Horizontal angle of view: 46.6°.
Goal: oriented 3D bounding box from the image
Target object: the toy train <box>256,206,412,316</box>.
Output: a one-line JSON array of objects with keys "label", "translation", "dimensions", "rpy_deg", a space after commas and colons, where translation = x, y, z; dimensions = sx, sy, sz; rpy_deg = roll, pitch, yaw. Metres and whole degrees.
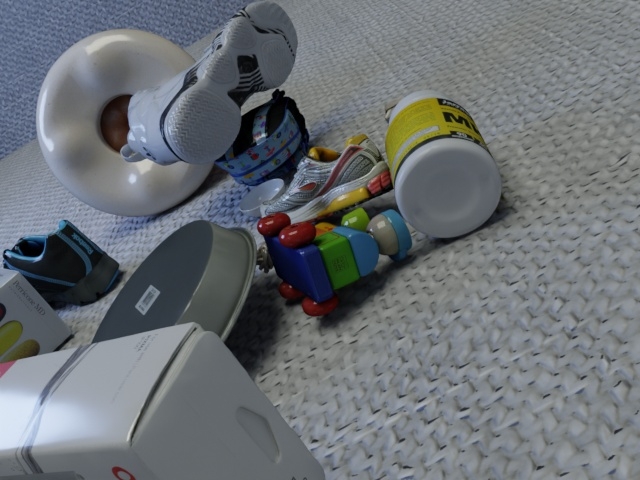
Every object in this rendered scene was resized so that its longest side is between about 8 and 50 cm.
[{"label": "toy train", "translation": [0.000, 0.000, 0.922], "dimensions": [0.143, 0.105, 0.248], "rpy_deg": [-22, 16, -16]}]

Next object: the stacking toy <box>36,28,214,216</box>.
[{"label": "stacking toy", "translation": [-0.357, -0.251, 1.592], "dimensions": [0.350, 0.351, 0.480], "rpy_deg": [-29, 8, 6]}]

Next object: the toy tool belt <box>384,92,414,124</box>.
[{"label": "toy tool belt", "translation": [0.140, -0.209, 1.162], "dimensions": [0.083, 0.052, 0.051], "rpy_deg": [-22, 36, 19]}]

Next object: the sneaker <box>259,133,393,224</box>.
[{"label": "sneaker", "translation": [0.001, -0.077, 1.007], "dimensions": [0.225, 0.093, 0.088], "rpy_deg": [-21, 2, 39]}]

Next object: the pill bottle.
[{"label": "pill bottle", "translation": [0.140, -0.102, 0.900], "dimensions": [0.119, 0.119, 0.208], "rpy_deg": [-26, 27, 13]}]

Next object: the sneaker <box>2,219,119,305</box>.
[{"label": "sneaker", "translation": [-0.512, 0.055, 1.321], "dimensions": [0.340, 0.140, 0.125], "rpy_deg": [-19, 31, 28]}]

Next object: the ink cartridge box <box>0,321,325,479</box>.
[{"label": "ink cartridge box", "translation": [-0.170, 0.195, 0.626], "dimensions": [0.283, 0.207, 0.117], "rpy_deg": [-15, 32, 33]}]

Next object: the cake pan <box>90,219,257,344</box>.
[{"label": "cake pan", "translation": [-0.194, 0.091, 0.914], "dimensions": [0.293, 0.054, 0.293], "rpy_deg": [-38, 28, 25]}]

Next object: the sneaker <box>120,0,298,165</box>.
[{"label": "sneaker", "translation": [-0.192, -0.260, 1.246], "dimensions": [0.210, 0.137, 0.366], "rpy_deg": [-6, 44, 41]}]

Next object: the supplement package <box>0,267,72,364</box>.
[{"label": "supplement package", "translation": [-0.536, 0.172, 1.145], "dimensions": [0.134, 0.139, 0.244], "rpy_deg": [2, 43, 52]}]

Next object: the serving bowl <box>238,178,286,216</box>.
[{"label": "serving bowl", "translation": [-0.088, -0.063, 1.186], "dimensions": [0.083, 0.027, 0.083], "rpy_deg": [-25, 27, 14]}]

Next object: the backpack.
[{"label": "backpack", "translation": [-0.099, -0.158, 1.261], "dimensions": [0.158, 0.117, 0.173], "rpy_deg": [-26, 26, 13]}]
